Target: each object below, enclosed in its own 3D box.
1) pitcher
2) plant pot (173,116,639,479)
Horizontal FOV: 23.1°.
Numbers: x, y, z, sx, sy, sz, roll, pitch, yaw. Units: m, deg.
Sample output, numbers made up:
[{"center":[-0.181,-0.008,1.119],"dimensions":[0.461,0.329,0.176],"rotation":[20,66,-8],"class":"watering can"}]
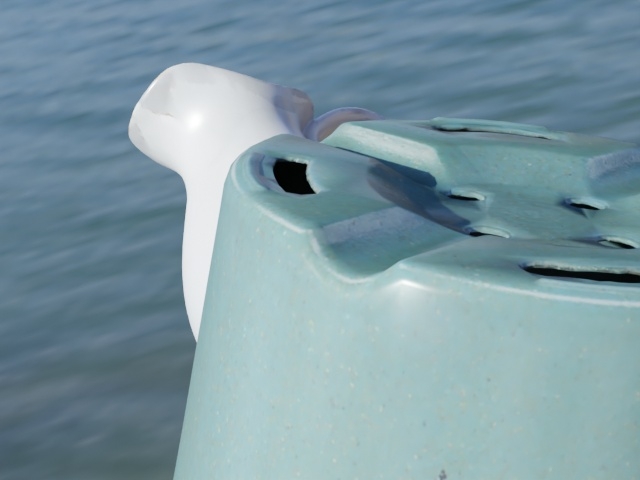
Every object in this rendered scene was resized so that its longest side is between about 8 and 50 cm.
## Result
[{"center":[0.000,0.000,0.890],"dimensions":[0.177,0.125,0.207],"rotation":[-3,52,-28],"class":"pitcher"},{"center":[0.070,0.137,0.665],"dimensions":[0.341,0.334,0.341],"rotation":[5,18,-2],"class":"plant pot"}]
